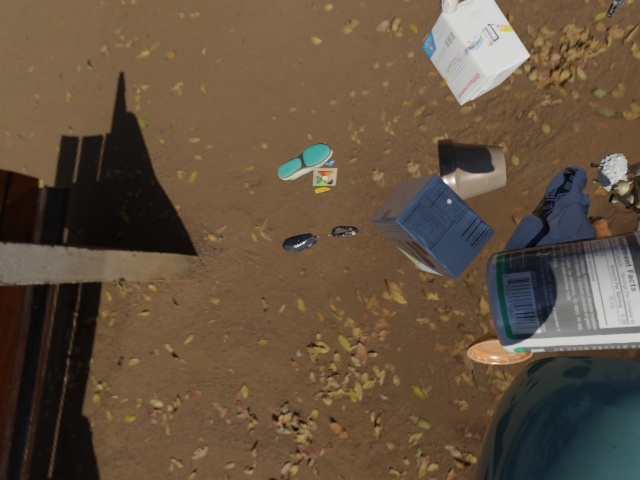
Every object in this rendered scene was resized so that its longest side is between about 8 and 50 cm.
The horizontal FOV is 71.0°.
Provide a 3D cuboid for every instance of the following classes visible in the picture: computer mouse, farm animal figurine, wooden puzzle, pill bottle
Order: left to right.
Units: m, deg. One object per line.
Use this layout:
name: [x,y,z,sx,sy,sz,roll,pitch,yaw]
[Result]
computer mouse: [0.000,0.000,1.390,0.242,0.071,0.041,-13,61,5]
wooden puzzle: [0.014,-0.189,1.351,0.079,0.116,0.014,-9,48,-3]
pill bottle: [0.509,0.095,0.815,0.361,0.204,0.204,-10,80,30]
farm animal figurine: [0.962,-0.092,1.305,0.331,0.172,0.326,-3,101,-10]

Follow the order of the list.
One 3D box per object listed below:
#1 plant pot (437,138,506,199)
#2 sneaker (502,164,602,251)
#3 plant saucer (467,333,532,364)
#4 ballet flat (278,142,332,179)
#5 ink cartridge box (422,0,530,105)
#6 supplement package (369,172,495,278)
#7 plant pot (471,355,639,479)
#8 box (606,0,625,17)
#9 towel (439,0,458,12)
plant pot: [0.567,-0.266,1.686,0.230,0.263,0.262,-6,81,18]
sneaker: [0.601,-0.025,1.063,0.210,0.137,0.366,34,59,23]
plant saucer: [0.582,0.352,1.462,0.200,0.200,0.037,-8,51,21]
ballet flat: [-0.032,-0.195,1.113,0.168,0.052,0.057,-18,77,32]
ink cartridge box: [0.456,-0.566,1.337,0.168,0.171,0.232,-29,85,-12]
supplement package: [0.263,-0.035,1.098,0.203,0.194,0.149,42,84,-10]
plant pot: [0.293,0.253,0.440,0.293,0.293,0.235,5,62,23]
box: [0.886,-0.708,1.323,0.067,0.083,0.018,-45,73,9]
towel: [0.310,-0.658,1.046,0.049,0.282,0.187,6,127,14]
